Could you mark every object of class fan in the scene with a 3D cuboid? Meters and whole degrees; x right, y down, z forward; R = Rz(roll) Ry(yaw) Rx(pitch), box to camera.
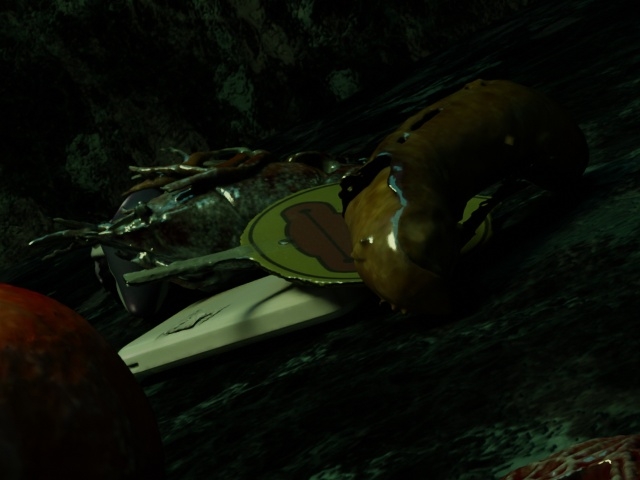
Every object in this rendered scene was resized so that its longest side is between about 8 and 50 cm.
[{"bbox_3d":[0.000,-0.001,1.323,0.335,0.011,0.229,-13,24,-16],"label":"fan"}]

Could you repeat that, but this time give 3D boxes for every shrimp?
[{"bbox_3d":[-0.089,-0.003,1.525,0.372,0.172,0.137,-6,25,-4],"label":"shrimp"}]

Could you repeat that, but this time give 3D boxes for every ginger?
[{"bbox_3d":[0.110,-0.048,1.242,0.309,0.133,0.107,-43,-17,-45],"label":"ginger"}]

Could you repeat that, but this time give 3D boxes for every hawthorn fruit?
[{"bbox_3d":[-0.216,0.109,0.893,0.241,0.272,0.242,-17,11,3],"label":"hawthorn fruit"}]

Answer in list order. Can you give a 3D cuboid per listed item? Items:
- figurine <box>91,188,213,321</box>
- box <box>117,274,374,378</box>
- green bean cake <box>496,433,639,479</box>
[{"bbox_3d":[-0.178,0.009,1.748,0.145,0.145,0.222,-26,8,7],"label":"figurine"},{"bbox_3d":[-0.050,0.058,1.397,0.285,0.044,0.142,-20,10,40],"label":"box"},{"bbox_3d":[0.081,0.131,0.603,0.135,0.056,0.136,-26,10,13],"label":"green bean cake"}]
